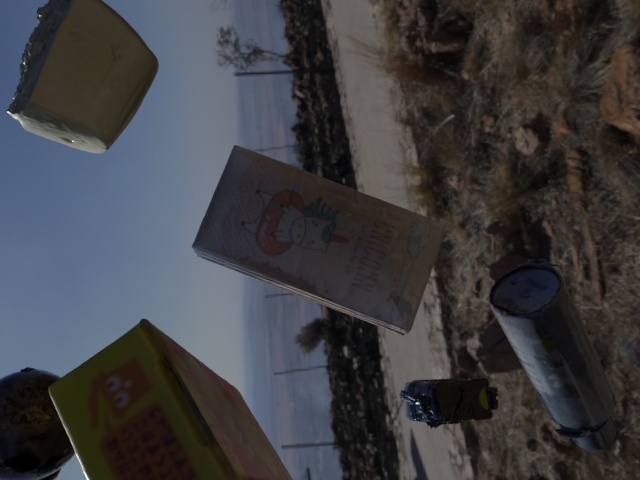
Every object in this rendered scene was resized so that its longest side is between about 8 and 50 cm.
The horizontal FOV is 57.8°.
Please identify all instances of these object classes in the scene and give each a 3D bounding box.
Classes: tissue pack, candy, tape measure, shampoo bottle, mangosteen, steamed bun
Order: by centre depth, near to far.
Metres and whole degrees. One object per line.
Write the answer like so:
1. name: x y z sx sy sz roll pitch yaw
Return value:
1. candy: -0.105 0.184 0.504 0.146 0.088 0.276 51 171 23
2. shampoo bottle: 0.227 0.119 0.544 0.214 0.072 0.072 56 -173 -27
3. tissue pack: 0.000 0.000 0.830 0.071 0.325 0.170 102 -170 -79
4. steamed bun: -0.397 -0.259 0.937 0.170 0.200 0.225 8 66 51
5. mangosteen: -0.514 0.338 1.014 0.192 0.192 0.217 -101 29 -45
6. tape measure: 0.291 0.381 1.369 0.186 0.199 0.112 156 117 -62
